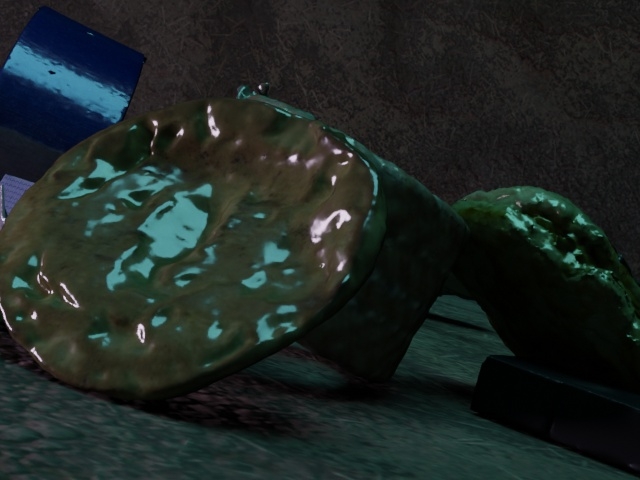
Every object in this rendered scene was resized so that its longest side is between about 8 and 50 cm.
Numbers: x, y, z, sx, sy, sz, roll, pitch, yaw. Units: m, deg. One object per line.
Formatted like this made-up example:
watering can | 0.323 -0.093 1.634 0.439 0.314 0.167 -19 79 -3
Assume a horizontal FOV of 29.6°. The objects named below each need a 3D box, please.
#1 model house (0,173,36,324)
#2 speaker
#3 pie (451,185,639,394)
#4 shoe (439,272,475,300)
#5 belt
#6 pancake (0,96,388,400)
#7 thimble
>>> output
model house | -0.177 0.010 0.832 0.117 0.088 0.167 16 3 44
speaker | 0.216 0.131 0.835 0.218 0.044 0.082 17 4 41
pie | 0.203 0.058 0.954 0.248 0.090 0.201 53 -19 -22
shoe | 0.104 0.041 1.574 0.274 0.098 0.103 16 10 4
belt | -0.256 -0.100 1.120 0.117 0.212 0.347 27 11 -14
pancake | -0.079 0.004 0.708 0.242 0.242 0.050 16 -38 32
thimble | 0.002 0.001 0.874 0.196 0.148 0.229 32 0 37
